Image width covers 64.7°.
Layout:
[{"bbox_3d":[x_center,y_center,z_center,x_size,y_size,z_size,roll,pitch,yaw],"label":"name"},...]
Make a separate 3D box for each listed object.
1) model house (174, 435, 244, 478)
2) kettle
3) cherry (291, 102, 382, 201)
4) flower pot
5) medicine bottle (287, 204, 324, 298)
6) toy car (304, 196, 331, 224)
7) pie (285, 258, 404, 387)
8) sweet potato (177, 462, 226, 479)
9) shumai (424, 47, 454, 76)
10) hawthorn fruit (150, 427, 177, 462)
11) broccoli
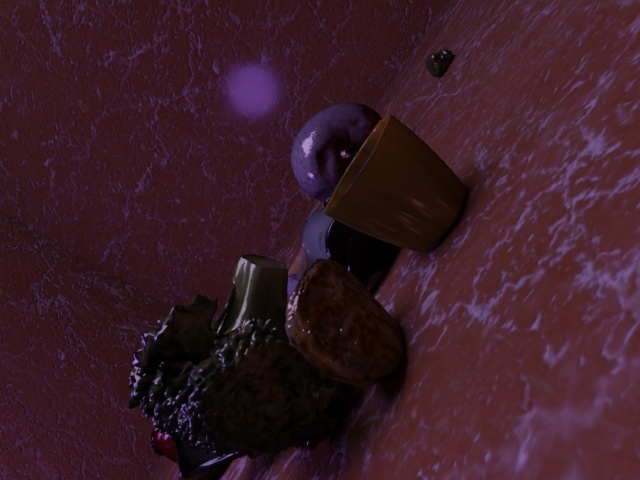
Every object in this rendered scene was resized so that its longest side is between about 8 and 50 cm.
[{"bbox_3d":[-0.185,0.362,1.054,0.280,0.229,0.249,-71,5,-69],"label":"model house"},{"bbox_3d":[0.057,0.028,1.058,0.236,0.161,0.222,-176,90,-78],"label":"kettle"},{"bbox_3d":[0.055,-0.252,1.553,0.326,0.291,0.335,-44,10,-33],"label":"cherry"},{"bbox_3d":[0.129,-0.078,0.832,0.195,0.179,0.195,-57,6,10],"label":"flower pot"},{"bbox_3d":[0.000,0.000,1.609,0.108,0.108,0.426,-49,12,50],"label":"medicine bottle"},{"bbox_3d":[0.054,-0.060,1.413,0.101,0.124,0.256,-36,-3,-26],"label":"toy car"},{"bbox_3d":[0.031,0.116,0.711,0.084,0.178,0.205,-49,4,21],"label":"pie"},{"bbox_3d":[-0.303,0.585,1.329,0.286,0.085,0.112,-53,5,34],"label":"sweet potato"},{"bbox_3d":[0.382,-0.565,1.594,0.080,0.082,0.083,-26,34,-15],"label":"shumai"},{"bbox_3d":[-0.446,0.639,1.721,0.251,0.189,0.189,-44,8,1],"label":"hawthorn fruit"},{"bbox_3d":[-0.115,0.195,0.775,0.338,0.318,0.277,-23,25,-37],"label":"broccoli"}]
